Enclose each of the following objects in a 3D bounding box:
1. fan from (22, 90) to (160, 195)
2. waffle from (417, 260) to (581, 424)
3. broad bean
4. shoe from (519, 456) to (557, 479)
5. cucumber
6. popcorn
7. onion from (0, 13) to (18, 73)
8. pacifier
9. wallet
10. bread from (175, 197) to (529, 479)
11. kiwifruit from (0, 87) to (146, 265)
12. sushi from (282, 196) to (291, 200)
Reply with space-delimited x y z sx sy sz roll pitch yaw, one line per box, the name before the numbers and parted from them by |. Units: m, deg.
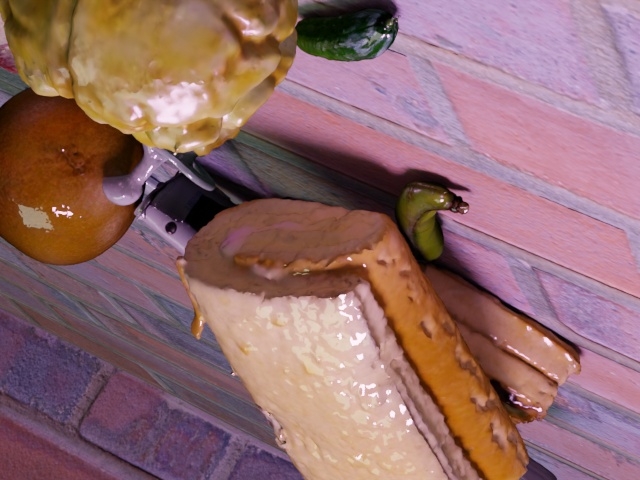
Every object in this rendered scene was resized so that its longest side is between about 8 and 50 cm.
fan | -0.244 -0.094 2.252 0.282 0.023 0.057 36 167 -26
waffle | 0.143 0.122 2.048 0.213 0.091 0.308 31 168 -3
broad bean | 0.095 -0.017 1.740 0.061 0.046 0.195 33 165 3
shoe | 0.147 0.248 2.121 0.241 0.093 0.108 29 170 -7
cucumber | 0.020 -0.153 1.420 0.039 0.039 0.168 37 167 -25
popcorn | -0.118 -0.168 1.320 0.221 0.204 0.183 43 -170 32
onion | -0.226 -0.220 1.513 0.159 0.159 0.195 40 -172 -35
pacifier | -0.181 -0.088 1.943 0.150 0.116 0.127 36 -168 -34
wallet | -0.086 0.005 2.056 0.231 0.069 0.170 39 -158 0
bread | 0.029 0.130 1.835 0.236 0.165 0.375 4 139 37
kiwifruit | -0.285 -0.071 2.058 0.196 0.196 0.234 32 171 -6
sushi | 0.000 0.000 1.995 0.084 0.056 0.083 40 157 -32
